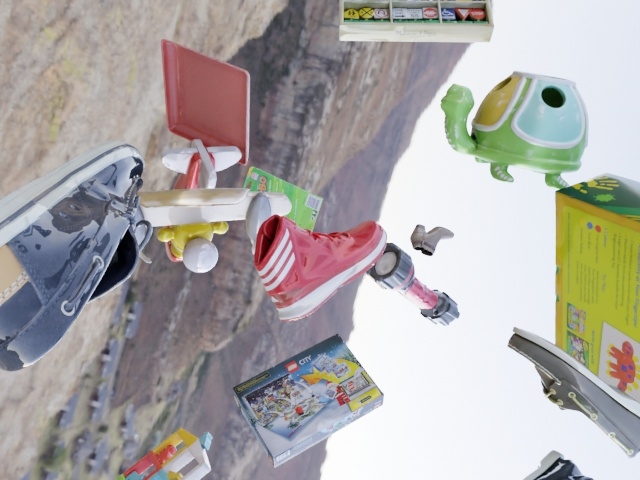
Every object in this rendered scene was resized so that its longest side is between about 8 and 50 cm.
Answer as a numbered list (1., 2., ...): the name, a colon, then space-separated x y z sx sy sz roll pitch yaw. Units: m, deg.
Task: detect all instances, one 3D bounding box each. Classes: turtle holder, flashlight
1. turtle holder: 0.438 -0.262 1.541 0.243 0.320 0.227 -33 136 -63
2. flashlight: 0.230 0.115 1.625 0.103 0.304 0.103 -33 -137 23

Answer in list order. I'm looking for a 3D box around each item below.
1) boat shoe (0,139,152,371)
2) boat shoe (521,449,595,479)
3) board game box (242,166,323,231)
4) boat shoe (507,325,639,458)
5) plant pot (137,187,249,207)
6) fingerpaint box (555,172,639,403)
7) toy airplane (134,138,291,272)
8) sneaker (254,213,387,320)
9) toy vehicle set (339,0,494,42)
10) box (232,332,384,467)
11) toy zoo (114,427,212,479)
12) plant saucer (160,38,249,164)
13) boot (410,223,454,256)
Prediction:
1. boat shoe: -0.306 -0.002 0.829 0.187 0.156 0.500 -33 -165 9
2. boat shoe: 0.362 0.449 1.098 0.340 0.113 0.127 -7 116 -55
3. board game box: -0.119 -0.111 1.993 0.039 0.259 0.124 8 -102 55
4. boat shoe: 0.449 0.263 1.201 0.091 0.305 0.109 -55 178 5
5. plant pot: -0.263 -0.086 1.409 0.236 0.236 0.032 -96 -176 -88
6. fingerpaint box: 0.663 0.128 1.383 0.371 0.163 0.444 36 -40 57
7. toy airplane: -0.303 -0.059 1.688 0.384 0.386 0.272 35 36 -62
8. sneaker: 0.000 0.000 0.935 0.087 0.128 0.221 -14 -159 45
9. toy vehicle set: 0.166 -0.423 1.228 0.035 0.267 0.166 90 0 -56
10. box: -0.023 0.288 1.266 0.159 0.233 0.044 51 -25 35
11. toy zoo: -0.385 0.568 1.666 0.293 0.030 0.192 -37 -153 -18
12. plant saucer: -0.269 -0.341 1.673 0.048 0.258 0.259 -45 152 -41
13. boot: 0.286 0.004 1.763 0.042 0.118 0.087 106 -5 -49
